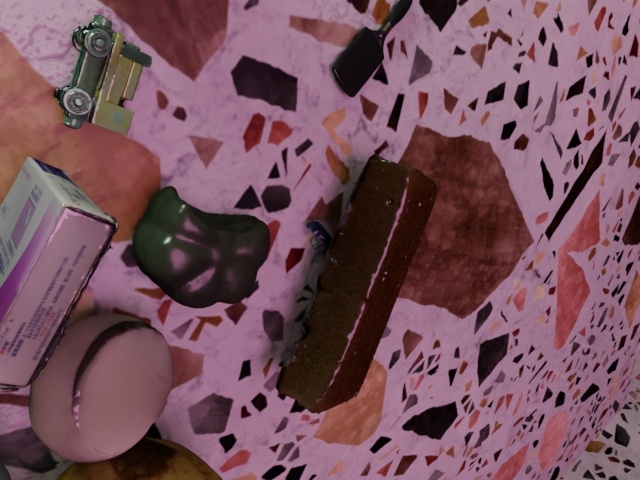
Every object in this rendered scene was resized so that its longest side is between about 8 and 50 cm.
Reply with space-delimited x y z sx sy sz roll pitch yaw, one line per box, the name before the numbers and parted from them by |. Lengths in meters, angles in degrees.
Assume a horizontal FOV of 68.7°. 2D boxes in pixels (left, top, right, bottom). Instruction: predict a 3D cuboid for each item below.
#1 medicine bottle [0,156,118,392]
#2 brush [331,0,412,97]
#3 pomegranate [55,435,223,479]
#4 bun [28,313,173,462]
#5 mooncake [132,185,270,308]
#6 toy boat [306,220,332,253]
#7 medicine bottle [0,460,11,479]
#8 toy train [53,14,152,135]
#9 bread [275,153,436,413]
medicine bottle | -0.283 0.020 0.454 0.052 0.201 0.171 30 90 -44
brush | 0.087 -0.310 0.723 0.193 0.016 0.063 -52 131 -8
pomegranate | -0.244 0.399 0.603 0.281 0.281 0.281 -15 117 -32
bun | -0.278 0.174 0.573 0.173 0.119 0.173 2 90 -69
mooncake | -0.150 0.006 0.618 0.175 0.104 0.169 -21 115 -33
toy boat | 0.000 0.000 0.776 0.038 0.038 0.083 -49 135 -11
medicine bottle | -0.428 0.217 0.451 0.158 0.158 0.318 -26 123 -27
toy train | -0.236 -0.174 0.509 0.081 0.050 0.122 16 98 -45
bread | 0.066 0.069 0.782 0.165 0.113 0.417 15 98 -63
